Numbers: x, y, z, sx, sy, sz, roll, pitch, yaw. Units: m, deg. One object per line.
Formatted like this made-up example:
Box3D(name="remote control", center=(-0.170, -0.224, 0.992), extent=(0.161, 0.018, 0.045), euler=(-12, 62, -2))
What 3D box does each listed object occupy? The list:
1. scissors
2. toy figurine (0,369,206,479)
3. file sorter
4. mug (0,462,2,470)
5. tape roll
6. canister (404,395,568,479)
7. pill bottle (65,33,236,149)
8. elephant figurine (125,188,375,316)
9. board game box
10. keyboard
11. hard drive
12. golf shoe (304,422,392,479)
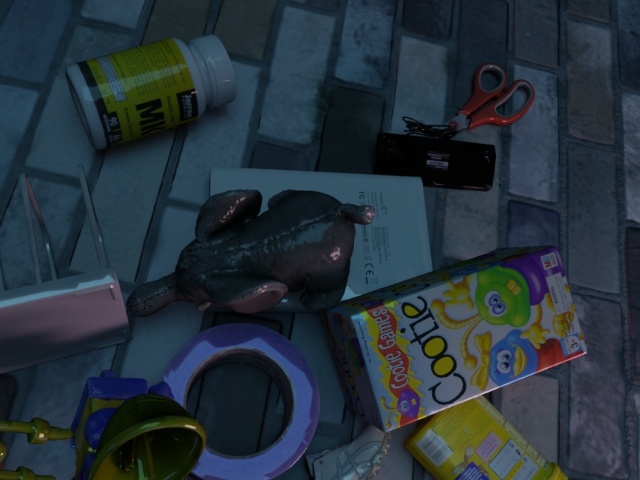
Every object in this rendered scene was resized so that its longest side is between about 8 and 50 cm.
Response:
Box3D(name="scissors", center=(0.231, -0.183, 1.076), extent=(0.109, 0.021, 0.297), euler=(43, 66, 6))
Box3D(name="toy figurine", center=(-0.241, 0.201, 0.682), extent=(0.191, 0.362, 0.217), euler=(12, 37, -20))
Box3D(name="file sorter", center=(-0.377, 0.041, 0.765), extent=(0.277, 0.193, 0.173), euler=(-13, 67, -16))
Box3D(name="mug", center=(-0.409, 0.247, 0.681), extent=(0.113, 0.169, 0.150), euler=(19, 65, -4))
Box3D(name="tape roll", center=(-0.100, 0.200, 0.815), extent=(0.189, 0.080, 0.189), euler=(4, 67, -9))
Box3D(name="canister", center=(0.205, 0.277, 0.849), extent=(0.126, 0.073, 0.170), euler=(-40, 79, -23))
Box3D(name="pill bottle", center=(-0.231, -0.211, 0.938), extent=(0.208, 0.119, 0.119), euler=(-22, 74, -19))
Box3D(name="elephant figurine", center=(-0.089, 0.025, 0.784), extent=(0.239, 0.186, 0.169), euler=(-10, 32, -29))
Box3D(name="board game box", center=(0.160, 0.113, 0.845), extent=(0.275, 0.142, 0.144), euler=(-17, 92, -15))
Box3D(name="keyboard", center=(0.175, -0.132, 1.036), extent=(0.192, 0.038, 0.100), euler=(5, 100, -12))
Box3D(name="hard drive", center=(0.000, 0.000, 0.941), extent=(0.307, 0.040, 0.203), euler=(2, 67, -11))
Box3D(name="golf shoe", center=(0.026, 0.270, 0.821), extent=(0.086, 0.069, 0.176), euler=(31, 64, 9))
